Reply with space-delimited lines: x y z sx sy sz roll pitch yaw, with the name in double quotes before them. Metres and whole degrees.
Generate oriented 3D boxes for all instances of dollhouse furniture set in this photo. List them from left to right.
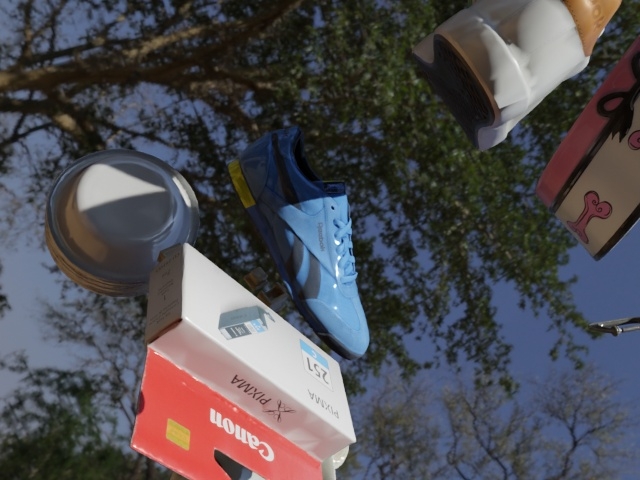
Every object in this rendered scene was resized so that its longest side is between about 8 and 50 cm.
"dollhouse furniture set" -0.179 0.086 1.257 0.182 0.161 0.101 50 -40 17

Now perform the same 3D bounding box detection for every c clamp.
"c clamp" 0.642 0.173 1.443 0.137 0.161 0.022 -130 -147 -83

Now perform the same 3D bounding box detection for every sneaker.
"sneaker" 0.000 0.000 0.605 0.209 0.082 0.069 62 12 5
"sneaker" 0.148 -0.141 0.534 0.106 0.123 0.290 54 7 -6

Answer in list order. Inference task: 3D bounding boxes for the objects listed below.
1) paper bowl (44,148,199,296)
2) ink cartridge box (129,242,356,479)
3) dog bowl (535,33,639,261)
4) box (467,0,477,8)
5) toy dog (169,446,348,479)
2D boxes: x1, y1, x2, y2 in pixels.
"paper bowl" -0.373 -0.045 1.341 0.284 0.284 0.148 58 -32 10
"ink cartridge box" -0.072 0.176 0.801 0.296 0.066 0.261 42 20 -31
"dog bowl" 0.490 -0.173 1.085 0.150 0.408 0.408 38 -37 15
"box" 0.279 -0.453 1.180 0.232 0.059 0.322 -88 166 -57
"toy dog" -0.060 0.330 0.929 0.161 0.334 0.220 130 -45 -56
